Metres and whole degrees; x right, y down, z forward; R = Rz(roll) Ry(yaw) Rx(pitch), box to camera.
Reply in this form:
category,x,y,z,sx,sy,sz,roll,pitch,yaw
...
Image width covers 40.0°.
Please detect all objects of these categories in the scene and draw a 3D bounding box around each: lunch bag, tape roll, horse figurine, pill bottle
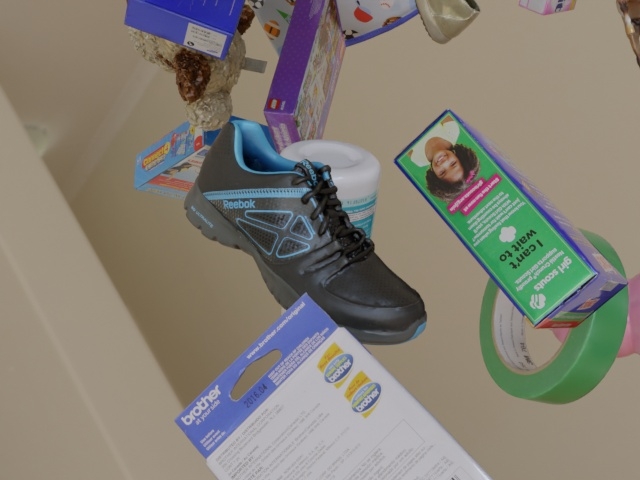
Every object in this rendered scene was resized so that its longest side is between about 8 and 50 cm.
category,x,y,z,sx,sy,sz,roll,pitch,yaw
lunch bag,0.039,-0.589,1.820,0.385,0.239,0.328,-12,-47,26
tape roll,0.408,0.128,1.578,0.077,0.321,0.321,14,-35,-22
horse figurine,0.494,-0.349,1.354,0.066,0.175,0.263,-14,-24,26
pill bottle,0.000,0.000,1.260,0.146,0.146,0.264,-20,-53,-42

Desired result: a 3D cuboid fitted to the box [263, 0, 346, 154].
category,x,y,z,sx,sy,sz,roll,pitch,yaw
box,-0.022,-0.289,1.556,0.057,0.293,0.201,8,-25,13

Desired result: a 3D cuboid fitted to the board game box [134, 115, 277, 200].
category,x,y,z,sx,sy,sz,roll,pitch,yaw
board game box,-0.204,-0.165,1.947,0.308,0.086,0.302,12,-22,-37

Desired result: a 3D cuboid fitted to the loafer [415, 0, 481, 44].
category,x,y,z,sx,sy,sz,roll,pitch,yaw
loafer,0.172,-0.442,1.365,0.092,0.269,0.102,-17,23,26

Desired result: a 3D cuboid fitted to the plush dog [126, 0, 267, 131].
category,x,y,z,sx,sy,sz,roll,pitch,yaw
plush dog,-0.224,-0.344,1.521,0.210,0.262,0.225,-39,-8,14

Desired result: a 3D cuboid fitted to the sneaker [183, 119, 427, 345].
category,x,y,z,sx,sy,sz,roll,pitch,yaw
sneaker,-0.015,-0.009,1.009,0.125,0.340,0.140,-25,-35,-56

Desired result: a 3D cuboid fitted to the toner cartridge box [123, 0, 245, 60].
category,x,y,z,sx,sy,sz,roll,pitch,yaw
toner cartridge box,-0.179,-0.465,1.391,0.165,0.348,0.075,19,-27,-12

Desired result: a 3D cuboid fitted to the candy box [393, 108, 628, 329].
category,x,y,z,sx,sy,sz,roll,pitch,yaw
candy box,0.286,-0.022,1.299,0.122,0.317,0.268,-46,-23,16

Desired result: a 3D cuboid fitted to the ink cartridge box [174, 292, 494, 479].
category,x,y,z,sx,sy,sz,roll,pitch,yaw
ink cartridge box,0.030,0.218,0.807,0.186,0.311,0.065,-45,-19,-2

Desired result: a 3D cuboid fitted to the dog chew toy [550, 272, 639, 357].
category,x,y,z,sx,sy,sz,roll,pitch,yaw
dog chew toy,0.650,0.163,1.882,0.331,0.207,0.206,-5,-1,25

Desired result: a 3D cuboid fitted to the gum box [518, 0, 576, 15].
category,x,y,z,sx,sy,sz,roll,pitch,yaw
gum box,0.444,-0.522,1.629,0.107,0.062,0.188,-21,-47,-39
